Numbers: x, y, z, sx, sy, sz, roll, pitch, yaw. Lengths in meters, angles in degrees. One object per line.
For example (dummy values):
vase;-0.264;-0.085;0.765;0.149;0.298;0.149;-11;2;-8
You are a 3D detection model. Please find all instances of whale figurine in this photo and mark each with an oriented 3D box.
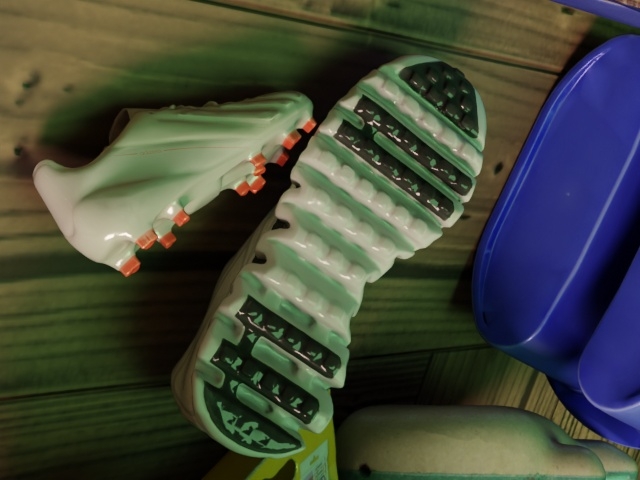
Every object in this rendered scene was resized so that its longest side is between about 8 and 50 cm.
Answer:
whale figurine;0.133;0.203;0.912;0.272;0.216;0.141;12;76;-40

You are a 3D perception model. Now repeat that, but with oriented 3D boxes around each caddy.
caddy;0.281;0.000;0.935;0.179;0.241;0.341;20;98;-45

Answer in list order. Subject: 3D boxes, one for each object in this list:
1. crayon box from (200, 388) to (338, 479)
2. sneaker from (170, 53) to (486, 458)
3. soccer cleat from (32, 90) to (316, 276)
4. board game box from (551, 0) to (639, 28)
crayon box;-0.055;0.281;0.783;0.203;0.083;0.323;-40;130;-54
sneaker;0.000;0.000;0.735;0.110;0.118;0.292;41;70;-14
soccer cleat;-0.074;-0.053;0.653;0.196;0.076;0.068;-38;172;-46
board game box;0.251;-0.279;0.732;0.141;0.232;0.291;8;106;-49
